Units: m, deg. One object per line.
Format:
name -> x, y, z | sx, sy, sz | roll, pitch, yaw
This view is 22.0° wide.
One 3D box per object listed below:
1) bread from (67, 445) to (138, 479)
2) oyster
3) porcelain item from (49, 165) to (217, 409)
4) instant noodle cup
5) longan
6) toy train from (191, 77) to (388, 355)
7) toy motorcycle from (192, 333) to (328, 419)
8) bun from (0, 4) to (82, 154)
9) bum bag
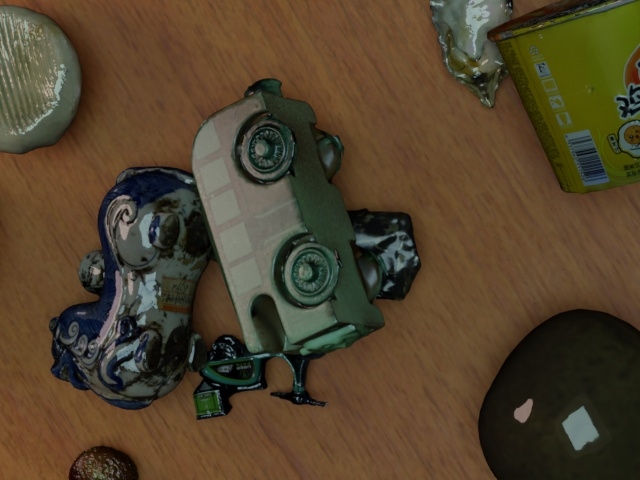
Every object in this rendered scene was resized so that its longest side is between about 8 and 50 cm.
bread -> -0.264, 0.291, 1.995 | 0.085, 0.053, 0.085 | 0, 93, 6
oyster -> 0.186, -0.246, 1.927 | 0.146, 0.045, 0.121 | 45, 99, 10
porcelain item -> -0.219, 0.052, 1.946 | 0.186, 0.138, 0.288 | 10, 91, 37
instant noodle cup -> 0.336, -0.178, 1.822 | 0.264, 0.264, 0.200 | -19, 98, 7
longan -> 0.302, 0.210, 1.859 | 0.246, 0.215, 0.246 | -6, 112, -15
toy train -> -0.041, -0.021, 1.863 | 0.159, 0.129, 0.326 | -25, 74, 25
toy motorcycle -> -0.070, 0.157, 1.969 | 0.173, 0.058, 0.100 | -10, 99, 8
bun -> -0.359, -0.187, 1.959 | 0.183, 0.102, 0.183 | -2, 82, 12
bum bag -> 0.000, -0.001, 1.946 | 0.248, 0.069, 0.102 | 11, 109, 9
